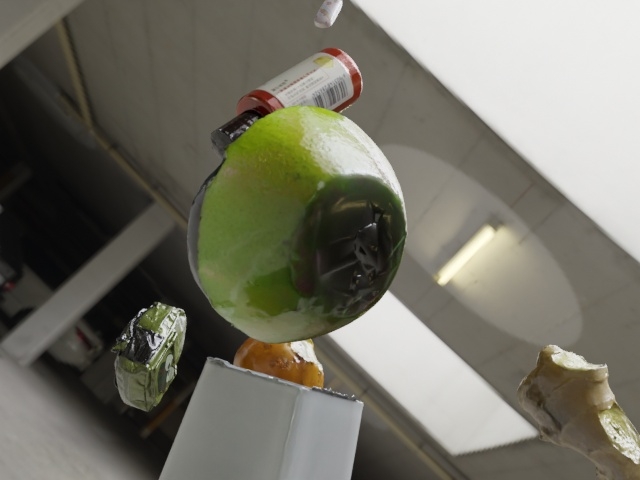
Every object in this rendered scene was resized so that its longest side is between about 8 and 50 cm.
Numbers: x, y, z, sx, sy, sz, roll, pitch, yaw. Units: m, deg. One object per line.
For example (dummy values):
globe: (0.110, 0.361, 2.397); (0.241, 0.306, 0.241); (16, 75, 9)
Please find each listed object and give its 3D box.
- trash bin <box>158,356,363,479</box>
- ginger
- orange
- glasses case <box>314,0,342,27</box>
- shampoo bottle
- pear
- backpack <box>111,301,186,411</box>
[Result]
trash bin: (-0.076, 0.361, 1.266); (0.296, 0.367, 0.256); (11, -10, 35)
ginger: (0.360, 0.272, 1.251); (0.294, 0.131, 0.086); (61, 27, 7)
orange: (-0.106, 0.338, 2.441); (0.240, 0.240, 0.240); (41, -16, 15)
glasses case: (0.014, -0.410, 1.736); (0.032, 0.083, 0.021); (13, -39, 16)
shampoo bottle: (-0.058, -0.205, 1.523); (0.104, 0.278, 0.104); (29, -41, 29)
pear: (0.004, -0.002, 1.455); (0.165, 0.399, 0.399); (27, -24, 42)
backpack: (-0.415, 0.271, 2.357); (0.140, 0.253, 0.207); (16, -45, 8)
